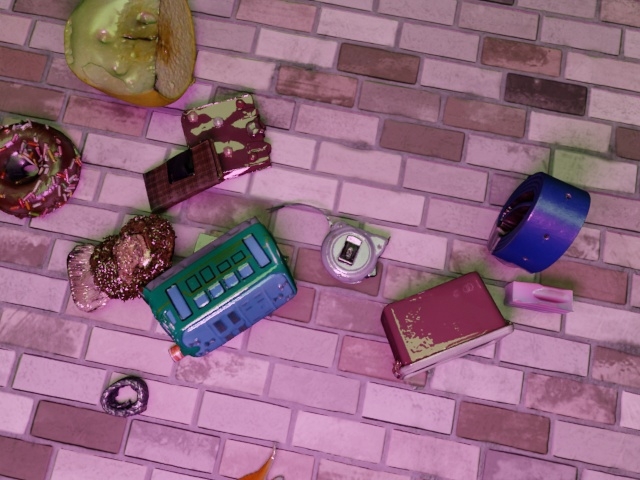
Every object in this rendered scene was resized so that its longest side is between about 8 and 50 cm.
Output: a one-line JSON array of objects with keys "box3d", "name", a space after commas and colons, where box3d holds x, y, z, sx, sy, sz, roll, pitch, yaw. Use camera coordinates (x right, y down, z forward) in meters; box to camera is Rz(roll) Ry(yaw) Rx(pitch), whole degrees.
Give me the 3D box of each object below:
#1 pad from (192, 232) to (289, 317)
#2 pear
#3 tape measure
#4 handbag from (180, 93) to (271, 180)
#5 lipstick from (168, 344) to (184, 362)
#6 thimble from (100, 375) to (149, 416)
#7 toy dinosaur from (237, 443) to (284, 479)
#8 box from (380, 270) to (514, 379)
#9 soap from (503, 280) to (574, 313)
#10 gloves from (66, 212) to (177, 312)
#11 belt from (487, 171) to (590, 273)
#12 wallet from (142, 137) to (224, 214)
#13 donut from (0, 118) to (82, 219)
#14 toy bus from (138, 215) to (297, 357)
[{"box3d": [-0.220, 0.089, 1.495, 0.245, 0.006, 0.170, 15, 79, 2], "name": "pad"}, {"box3d": [-0.507, -0.505, 1.516, 0.318, 0.238, 0.342, 1, 83, 12], "name": "pear"}, {"box3d": [0.000, -0.001, 1.475, 0.330, 0.084, 0.164, 19, 74, 2], "name": "tape measure"}, {"box3d": [-0.247, -0.268, 1.536, 0.216, 0.074, 0.203, -16, 81, -3], "name": "handbag"}, {"box3d": [-0.312, 0.253, 1.441, 0.131, 0.038, 0.038, -30, 80, -7], "name": "lipstick"}, {"box3d": [-0.470, 0.376, 1.400, 0.104, 0.066, 0.095, 11, 81, 3], "name": "thimble"}, {"box3d": [-0.157, 0.596, 1.372, 0.142, 0.057, 0.212, -8, 65, 17], "name": "toy dinosaur"}, {"box3d": [0.286, 0.202, 1.383, 0.294, 0.193, 0.167, -21, 73, -5], "name": "box"}, {"box3d": [0.543, 0.142, 1.438, 0.149, 0.100, 0.056, 10, 78, 3], "name": "soap"}, {"box3d": [-0.478, 0.049, 1.432, 0.312, 0.135, 0.210, -16, 56, 17], "name": "gloves"}, {"box3d": [0.498, -0.038, 1.353, 0.117, 0.347, 0.212, 24, 86, 4], "name": "belt"}, {"box3d": [-0.353, -0.162, 1.482, 0.230, 0.042, 0.124, -23, 79, 26], "name": "wallet"}, {"box3d": [-0.758, -0.188, 1.502, 0.270, 0.103, 0.269, 0, 77, -2], "name": "donut"}, {"box3d": [-0.227, 0.123, 1.372, 0.343, 0.183, 0.199, -34, 56, -6], "name": "toy bus"}]
